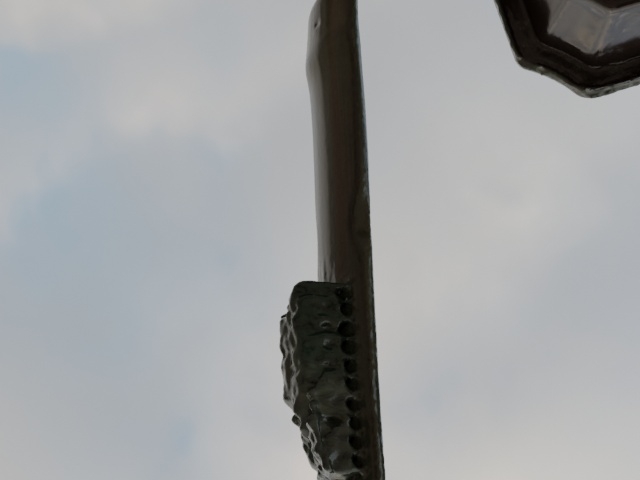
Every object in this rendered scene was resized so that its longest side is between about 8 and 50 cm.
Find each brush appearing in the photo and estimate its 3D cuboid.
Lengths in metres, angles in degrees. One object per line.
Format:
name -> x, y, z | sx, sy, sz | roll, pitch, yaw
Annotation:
brush -> 0.000, 0.000, 0.629 | 0.034, 0.027, 0.190 | 143, -50, -57

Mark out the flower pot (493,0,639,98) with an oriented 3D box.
flower pot -> 0.179, -0.226, 1.160 | 0.179, 0.084, 0.251 | -16, -106, -8
